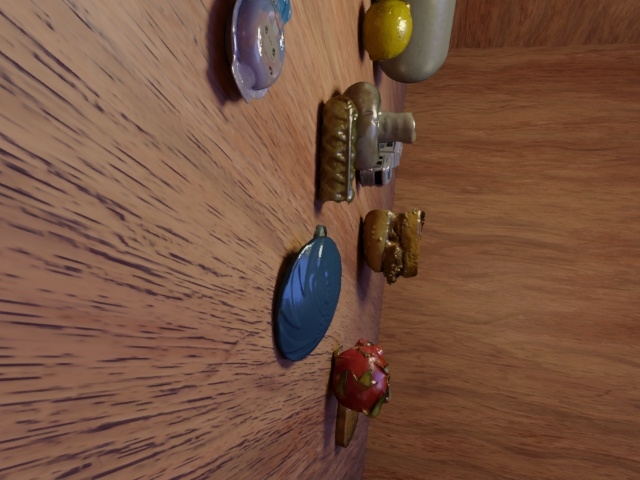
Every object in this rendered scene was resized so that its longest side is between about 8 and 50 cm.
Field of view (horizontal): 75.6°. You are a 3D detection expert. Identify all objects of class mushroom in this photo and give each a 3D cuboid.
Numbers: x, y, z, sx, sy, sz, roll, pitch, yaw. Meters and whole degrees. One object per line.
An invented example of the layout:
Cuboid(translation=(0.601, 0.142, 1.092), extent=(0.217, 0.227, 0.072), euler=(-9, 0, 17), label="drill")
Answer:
Cuboid(translation=(0.154, -0.320, 1.161), extent=(0.243, 0.243, 0.243), euler=(5, 90, -76), label="mushroom")

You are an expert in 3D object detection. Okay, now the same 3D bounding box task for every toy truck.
Cuboid(translation=(0.235, -0.333, 1.603), extent=(0.124, 0.155, 0.268), euler=(74, 26, -55), label="toy truck")

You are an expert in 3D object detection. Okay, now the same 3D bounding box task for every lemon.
Cuboid(translation=(0.221, -0.711, 1.399), extent=(0.173, 0.173, 0.206), euler=(-67, 179, -51), label="lemon")

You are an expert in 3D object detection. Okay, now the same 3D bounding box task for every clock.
Cuboid(translation=(0.000, 0.000, 1.081), extent=(0.085, 0.017, 0.085), euler=(5, 90, -76), label="clock")

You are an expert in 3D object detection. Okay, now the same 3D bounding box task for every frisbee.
Cuboid(translation=(-0.006, 0.133, 0.920), extent=(0.289, 0.049, 0.289), euler=(-38, 134, -53), label="frisbee")

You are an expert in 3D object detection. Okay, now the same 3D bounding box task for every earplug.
Cuboid(translation=(0.377, -0.849, 1.670), extent=(0.394, 0.312, 0.313), euler=(82, 19, -44), label="earplug")

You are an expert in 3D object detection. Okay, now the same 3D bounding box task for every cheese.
Cuboid(translation=(-0.082, -0.302, 0.585), extent=(0.135, 0.052, 0.245), euler=(69, 29, -59), label="cheese")

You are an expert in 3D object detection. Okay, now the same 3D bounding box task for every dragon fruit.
Cuboid(translation=(0.143, 0.467, 1.417), extent=(0.224, 0.224, 0.227), euler=(-33, 133, -72), label="dragon fruit")

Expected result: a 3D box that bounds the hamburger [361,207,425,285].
Cuboid(translation=(0.314, 0.044, 1.817), extent=(0.445, 0.268, 0.287), euler=(71, 26, -67), label="hamburger")

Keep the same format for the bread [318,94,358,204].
Cuboid(translation=(0.045, -0.225, 1.036), extent=(0.087, 0.098, 0.269), euler=(-141, -128, -72), label="bread")

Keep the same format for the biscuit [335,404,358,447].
Cuboid(translation=(0.137, 0.671, 1.763), extent=(0.365, 0.062, 0.385), euler=(64, 34, -65), label="biscuit")
